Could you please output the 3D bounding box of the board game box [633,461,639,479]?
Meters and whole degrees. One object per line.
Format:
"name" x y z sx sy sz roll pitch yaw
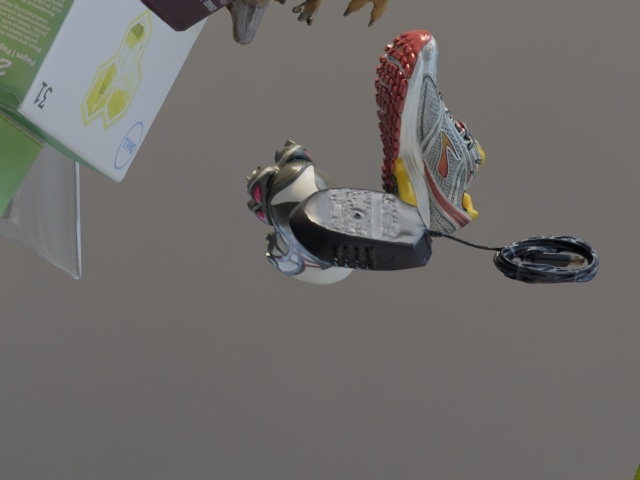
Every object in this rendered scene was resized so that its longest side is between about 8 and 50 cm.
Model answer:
"board game box" 0.325 0.183 1.715 0.043 0.181 0.092 21 -63 13

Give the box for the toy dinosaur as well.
"toy dinosaur" 0.025 -0.171 0.930 0.211 0.064 0.112 -34 -149 17

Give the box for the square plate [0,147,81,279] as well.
"square plate" -0.254 -0.154 1.541 0.347 0.049 0.344 -164 -109 -72

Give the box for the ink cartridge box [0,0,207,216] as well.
"ink cartridge box" -0.134 -0.054 0.864 0.056 0.171 0.235 25 -95 12

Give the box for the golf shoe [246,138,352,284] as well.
"golf shoe" 0.000 0.000 2.105 0.120 0.105 0.273 41 -7 27

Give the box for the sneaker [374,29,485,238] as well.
"sneaker" 0.103 -0.100 1.751 0.088 0.092 0.225 -110 -170 -50

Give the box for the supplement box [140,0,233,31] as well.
"supplement box" -0.004 -0.170 0.653 0.188 0.081 0.104 -30 -102 4

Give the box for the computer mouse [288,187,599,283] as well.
"computer mouse" 0.094 0.007 1.435 0.071 0.242 0.041 -83 -175 -54
